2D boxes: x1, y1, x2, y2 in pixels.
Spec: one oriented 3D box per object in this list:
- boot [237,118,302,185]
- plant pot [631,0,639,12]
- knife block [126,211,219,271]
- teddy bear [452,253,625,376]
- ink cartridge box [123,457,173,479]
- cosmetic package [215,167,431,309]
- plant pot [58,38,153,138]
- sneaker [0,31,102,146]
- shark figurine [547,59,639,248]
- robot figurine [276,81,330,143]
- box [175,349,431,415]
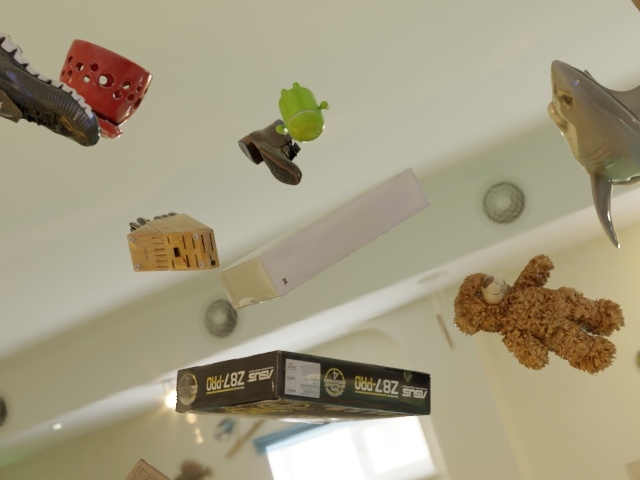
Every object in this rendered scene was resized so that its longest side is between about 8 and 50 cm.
[{"bbox_3d":[-0.079,-0.193,1.994,0.106,0.219,0.082,-39,-47,-14],"label":"boot"},{"bbox_3d":[0.439,-0.282,1.110,0.110,0.237,0.237,-42,-25,27],"label":"plant pot"},{"bbox_3d":[-0.316,-0.009,2.161,0.276,0.088,0.242,-3,17,21],"label":"knife block"},{"bbox_3d":[0.437,0.146,1.902,0.245,0.338,0.113,-52,-17,-16],"label":"teddy bear"},{"bbox_3d":[-0.269,0.486,1.471,0.234,0.193,0.088,-54,-39,-17],"label":"ink cartridge box"},{"bbox_3d":[0.000,0.000,1.932,0.377,0.097,0.284,-31,6,-24],"label":"cosmetic package"},{"bbox_3d":[-0.487,-0.326,2.104,0.191,0.174,0.191,21,-4,1],"label":"plant pot"},{"bbox_3d":[-0.428,-0.202,1.378,0.106,0.234,0.078,-50,1,-40],"label":"sneaker"},{"bbox_3d":[0.299,-0.097,0.864,0.116,0.166,0.278,-21,0,30],"label":"shark figurine"},{"bbox_3d":[-0.033,-0.218,1.647,0.101,0.115,0.067,-27,-35,9],"label":"robot figurine"},{"bbox_3d":[-0.031,0.292,1.848,0.395,0.097,0.318,14,-19,-41],"label":"box"}]
